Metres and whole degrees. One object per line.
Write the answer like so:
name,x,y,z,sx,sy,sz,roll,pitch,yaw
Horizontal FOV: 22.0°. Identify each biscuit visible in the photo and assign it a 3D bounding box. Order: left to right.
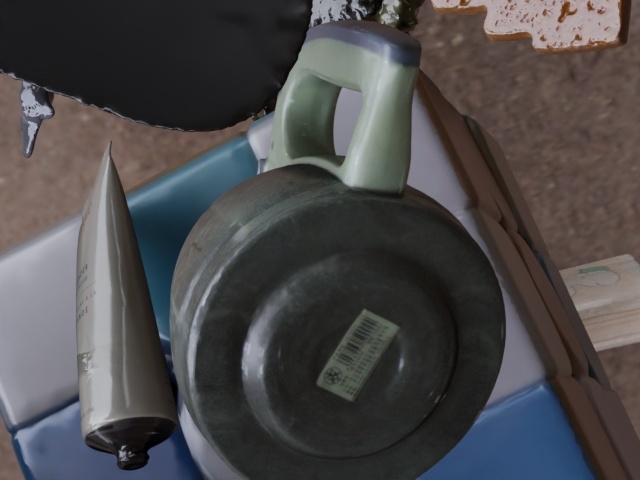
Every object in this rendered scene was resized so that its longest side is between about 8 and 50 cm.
biscuit,0.280,-0.343,2.053,0.284,0.043,0.306,-47,63,20

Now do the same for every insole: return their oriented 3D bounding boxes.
insole,-0.156,-0.115,0.521,0.322,0.109,0.007,20,168,4

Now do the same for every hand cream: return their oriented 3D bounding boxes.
hand cream,-0.119,0.043,0.951,0.087,0.054,0.186,122,141,-55

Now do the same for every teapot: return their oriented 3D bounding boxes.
teapot,-0.009,0.006,0.564,0.108,0.111,0.149,-135,25,-63

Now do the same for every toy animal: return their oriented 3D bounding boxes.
toy animal,-0.278,-0.293,1.799,0.206,0.081,0.367,-37,45,55

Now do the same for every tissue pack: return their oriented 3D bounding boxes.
tissue pack,0.211,0.095,1.829,0.170,0.325,0.071,-103,-1,-77

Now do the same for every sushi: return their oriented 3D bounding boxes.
sushi,0.010,-0.201,1.597,0.212,0.147,0.115,-33,79,19

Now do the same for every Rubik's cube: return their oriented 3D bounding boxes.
Rubik's cube,0.012,0.118,1.148,0.346,0.344,0.347,-28,76,12
